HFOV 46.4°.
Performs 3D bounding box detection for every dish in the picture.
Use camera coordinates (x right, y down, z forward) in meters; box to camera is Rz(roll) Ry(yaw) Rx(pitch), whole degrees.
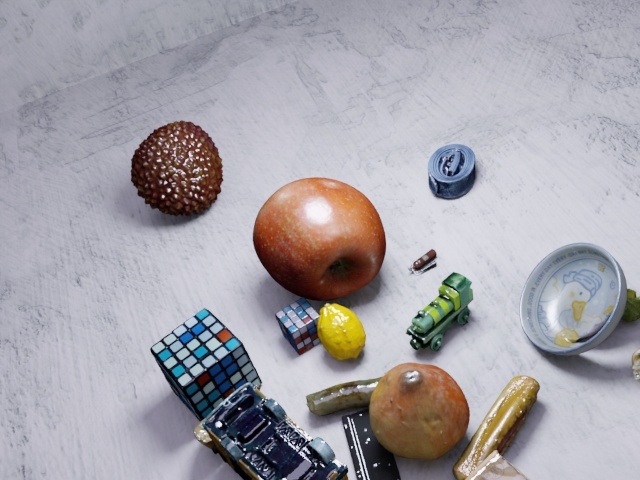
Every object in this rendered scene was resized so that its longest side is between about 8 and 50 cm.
[{"bbox_3d":[0.620,0.154,1.761,0.273,0.133,0.273,-38,38,37],"label":"dish"}]

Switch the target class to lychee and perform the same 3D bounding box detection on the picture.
[{"bbox_3d":[-0.459,-0.234,2.422,0.306,0.306,0.330,-31,72,-15],"label":"lychee"}]

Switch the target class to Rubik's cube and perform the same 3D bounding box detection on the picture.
[{"bbox_3d":[-0.284,0.315,1.857,0.184,0.182,0.187,-36,45,-19],"label":"Rubik's cube"},{"bbox_3d":[-0.050,0.222,1.944,0.092,0.092,0.092,-31,43,-15],"label":"Rubik's cube"}]

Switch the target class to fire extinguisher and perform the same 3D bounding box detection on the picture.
[{"bbox_3d":[0.285,0.066,2.052,0.100,0.032,0.046,-36,79,-19],"label":"fire extinguisher"}]

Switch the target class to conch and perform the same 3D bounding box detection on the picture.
[{"bbox_3d":[0.729,0.146,1.774,0.121,0.074,0.089,-26,76,-42],"label":"conch"}]

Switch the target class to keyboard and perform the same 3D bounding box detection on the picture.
[{"bbox_3d":[0.119,0.503,1.642,0.100,0.018,0.310,-16,42,-1],"label":"keyboard"}]

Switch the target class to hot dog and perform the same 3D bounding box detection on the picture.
[{"bbox_3d":[0.386,0.412,1.616,0.289,0.068,0.083,-48,27,-24],"label":"hot dog"}]

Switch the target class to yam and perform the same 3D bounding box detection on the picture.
[{"bbox_3d":[0.123,0.356,1.763,0.317,0.071,0.067,-13,78,4],"label":"yam"}]

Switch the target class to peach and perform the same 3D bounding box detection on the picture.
[{"bbox_3d":[0.209,0.362,1.610,0.232,0.233,0.233,-10,42,9],"label":"peach"}]

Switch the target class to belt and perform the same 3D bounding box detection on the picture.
[{"bbox_3d":[0.396,-0.207,2.261,0.141,0.082,0.190,6,46,20],"label":"belt"}]

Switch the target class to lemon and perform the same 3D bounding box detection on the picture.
[{"bbox_3d":[0.050,0.228,1.872,0.114,0.114,0.155,-32,87,-16],"label":"lemon"}]

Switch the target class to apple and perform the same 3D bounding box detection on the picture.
[{"bbox_3d":[0.000,0.000,1.982,0.348,0.349,0.277,-23,49,-6],"label":"apple"}]

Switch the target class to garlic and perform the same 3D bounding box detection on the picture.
[{"bbox_3d":[-0.215,0.428,1.772,0.195,0.101,0.087,-31,67,-28],"label":"garlic"}]

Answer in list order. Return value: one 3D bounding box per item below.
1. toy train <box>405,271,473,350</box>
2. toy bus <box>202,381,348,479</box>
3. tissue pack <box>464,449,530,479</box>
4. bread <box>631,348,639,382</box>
[{"bbox_3d":[0.293,0.181,1.844,0.200,0.132,0.083,-39,45,-26],"label":"toy train"},{"bbox_3d":[-0.091,0.476,1.612,0.162,0.194,0.323,-40,50,-22],"label":"toy bus"},{"bbox_3d":[0.297,0.587,1.348,0.305,0.239,0.238,-37,45,-22],"label":"tissue pack"},{"bbox_3d":[0.768,0.260,1.633,0.177,0.084,0.119,-34,46,-18],"label":"bread"}]
